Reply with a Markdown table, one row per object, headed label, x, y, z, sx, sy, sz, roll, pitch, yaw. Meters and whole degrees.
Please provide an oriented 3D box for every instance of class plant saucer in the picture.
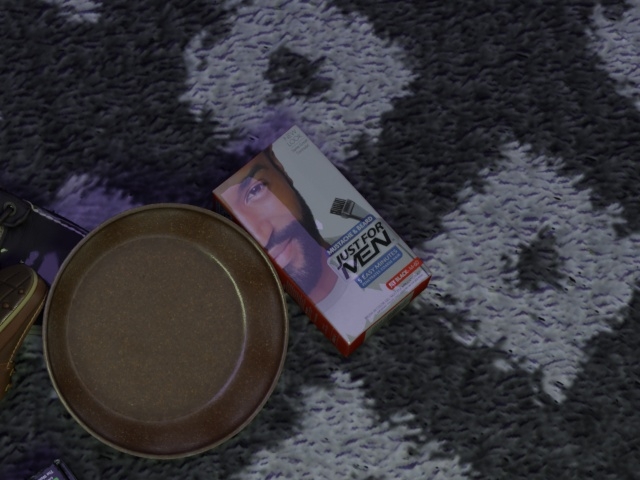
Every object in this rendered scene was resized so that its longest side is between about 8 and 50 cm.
| label | x | y | z | sx | sy | sz | roll | pitch | yaw |
| --- | --- | --- | --- | --- | --- | --- | --- | --- | --- |
| plant saucer | -0.123 | 0.070 | 1.297 | 0.199 | 0.036 | 0.198 | 0 | 90 | -22 |

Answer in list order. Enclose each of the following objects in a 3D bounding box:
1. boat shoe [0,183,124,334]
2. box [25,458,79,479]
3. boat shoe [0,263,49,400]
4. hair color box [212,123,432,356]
| label | x | y | z | sx | sy | sz | roll | pitch | yaw |
| --- | --- | --- | --- | --- | --- | --- | --- | --- | --- |
| boat shoe | -0.286 | -0.006 | 1.306 | 0.285 | 0.092 | 0.103 | 22 | 71 | 1 |
| box | -0.219 | 0.293 | 1.249 | 0.191 | 0.045 | 0.184 | -35 | 77 | -12 |
| boat shoe | -0.265 | 0.094 | 1.276 | 0.178 | 0.060 | 0.064 | -50 | 39 | 8 |
| hair color box | 0.000 | 0.000 | 1.346 | 0.093 | 0.053 | 0.167 | -40 | 79 | -13 |
